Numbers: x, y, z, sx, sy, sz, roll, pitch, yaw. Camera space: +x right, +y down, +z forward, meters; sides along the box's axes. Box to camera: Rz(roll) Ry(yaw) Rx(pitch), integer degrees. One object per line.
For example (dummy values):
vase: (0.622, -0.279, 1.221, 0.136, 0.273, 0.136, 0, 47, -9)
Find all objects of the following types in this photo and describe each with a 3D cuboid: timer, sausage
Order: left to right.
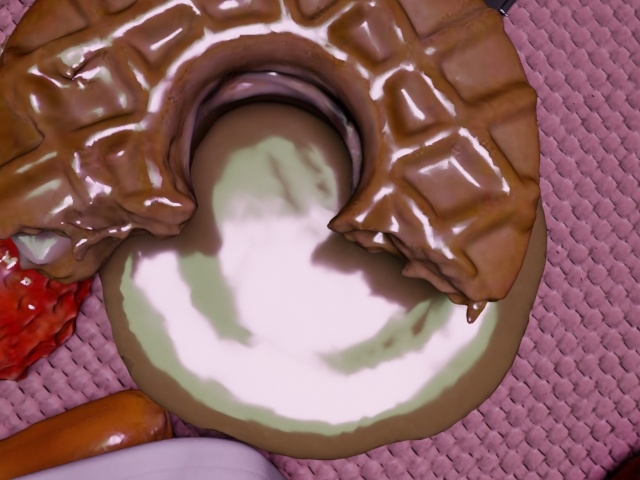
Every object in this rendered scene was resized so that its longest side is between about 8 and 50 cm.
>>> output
sausage: (-0.259, 0.224, 0.548, 0.238, 0.098, 0.098, -22, 89, -3)
timer: (-0.153, 0.260, 0.481, 0.262, 0.237, 0.087, -16, 51, 5)

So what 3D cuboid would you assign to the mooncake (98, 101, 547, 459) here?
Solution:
mooncake: (0.000, 0.000, 0.528, 0.378, 0.201, 0.379, 1, 83, -5)

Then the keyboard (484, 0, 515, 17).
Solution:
keyboard: (0.173, -0.277, 0.629, 0.093, 0.025, 0.230, 40, 86, 1)

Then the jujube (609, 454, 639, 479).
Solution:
jujube: (0.425, 0.353, 0.535, 0.223, 0.223, 0.318, -39, 83, -4)

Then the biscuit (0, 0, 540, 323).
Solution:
biscuit: (-0.032, -0.092, 0.381, 0.366, 0.115, 0.268, 7, 81, -5)

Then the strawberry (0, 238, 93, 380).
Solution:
strawberry: (-0.344, -0.005, 0.524, 0.265, 0.149, 0.336, 42, 85, 1)
